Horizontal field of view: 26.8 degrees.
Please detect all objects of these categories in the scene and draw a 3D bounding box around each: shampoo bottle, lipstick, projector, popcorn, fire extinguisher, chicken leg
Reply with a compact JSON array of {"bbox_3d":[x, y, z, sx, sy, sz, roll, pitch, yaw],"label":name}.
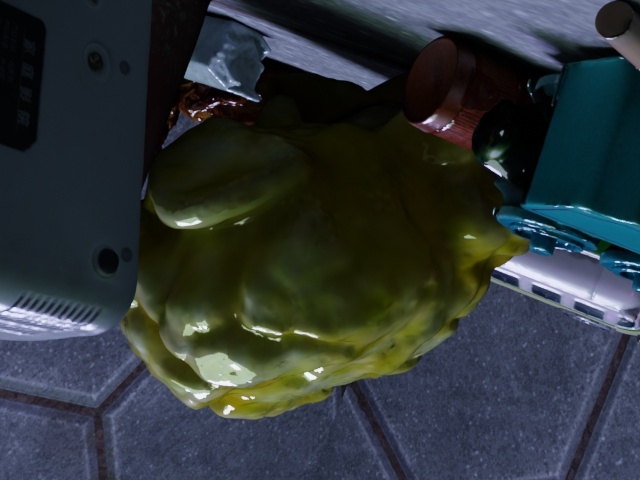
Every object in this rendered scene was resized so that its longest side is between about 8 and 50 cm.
[{"bbox_3d":[0.174,-0.058,0.881,0.260,0.064,0.102,20,-178,-26],"label":"shampoo bottle"},{"bbox_3d":[0.148,-0.084,0.605,0.019,0.019,0.094,22,-179,34],"label":"lipstick"},{"bbox_3d":[-0.182,-0.088,0.660,0.108,0.250,0.198,-10,162,34],"label":"projector"},{"bbox_3d":[0.004,0.011,1.062,0.292,0.334,0.293,22,142,50],"label":"popcorn"},{"bbox_3d":[-0.146,-0.075,0.950,0.072,0.268,0.089,21,-177,7],"label":"fire extinguisher"},{"bbox_3d":[-0.087,-0.175,1.540,0.322,0.083,0.177,19,-165,27],"label":"chicken leg"}]

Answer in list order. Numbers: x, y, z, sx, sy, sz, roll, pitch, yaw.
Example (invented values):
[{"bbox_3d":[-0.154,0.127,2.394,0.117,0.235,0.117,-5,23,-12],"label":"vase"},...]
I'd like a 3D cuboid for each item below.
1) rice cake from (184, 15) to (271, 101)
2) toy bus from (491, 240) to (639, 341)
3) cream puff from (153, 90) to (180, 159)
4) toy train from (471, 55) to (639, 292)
[{"bbox_3d":[-0.128,-0.187,1.288,0.069,0.063,0.206,28,176,-41],"label":"rice cake"},{"bbox_3d":[0.213,-0.016,1.373,0.305,0.143,0.179,22,179,13],"label":"toy bus"},{"bbox_3d":[-0.252,-0.168,1.420,0.239,0.165,0.239,47,-155,-30],"label":"cream puff"},{"bbox_3d":[0.188,-0.031,0.740,0.198,0.107,0.154,20,174,-22],"label":"toy train"}]
